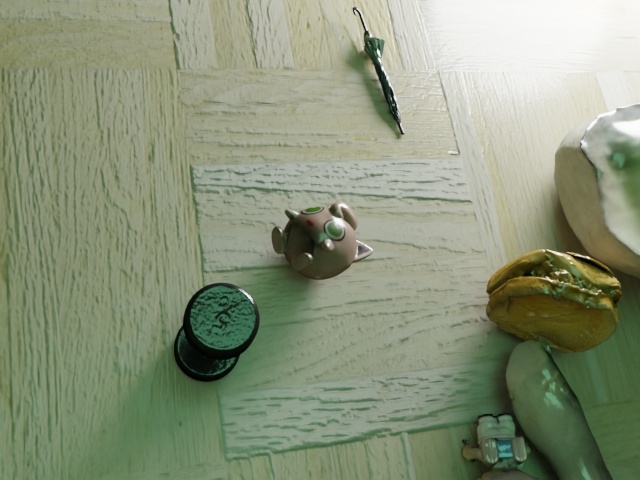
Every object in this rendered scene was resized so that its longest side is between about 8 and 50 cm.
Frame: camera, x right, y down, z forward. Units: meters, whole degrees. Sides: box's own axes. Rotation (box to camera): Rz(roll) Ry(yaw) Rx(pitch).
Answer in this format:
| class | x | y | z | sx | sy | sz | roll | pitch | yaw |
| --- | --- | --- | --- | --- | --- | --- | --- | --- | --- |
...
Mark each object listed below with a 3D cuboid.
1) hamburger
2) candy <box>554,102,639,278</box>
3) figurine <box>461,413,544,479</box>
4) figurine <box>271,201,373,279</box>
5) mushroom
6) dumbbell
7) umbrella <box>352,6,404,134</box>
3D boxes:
| class | x | y | z | sx | sy | sz | roll | pitch | yaw |
| --- | --- | --- | --- | --- | --- | --- | --- | --- | --- |
| hamburger | 0.378 | 0.101 | 1.222 | 0.214 | 0.213 | 0.108 | 16 | 62 | -9 |
| candy | 0.640 | -0.093 | 1.359 | 0.427 | 0.186 | 0.386 | -18 | 55 | -11 |
| figurine | 0.283 | 0.371 | 1.135 | 0.137 | 0.112 | 0.228 | 3 | 57 | -9 |
| figurine | 0.000 | 0.000 | 1.195 | 0.138 | 0.125 | 0.125 | -18 | 74 | -35 |
| mushroom | 0.390 | 0.326 | 1.184 | 0.109 | 0.097 | 0.351 | -8 | 71 | -60 |
| dumbbell | -0.149 | 0.133 | 1.057 | 0.100 | 0.191 | 0.100 | 5 | 68 | -13 |
| umbrella | 0.117 | -0.320 | 1.414 | 0.044 | 0.044 | 0.269 | -5 | 72 | -58 |
